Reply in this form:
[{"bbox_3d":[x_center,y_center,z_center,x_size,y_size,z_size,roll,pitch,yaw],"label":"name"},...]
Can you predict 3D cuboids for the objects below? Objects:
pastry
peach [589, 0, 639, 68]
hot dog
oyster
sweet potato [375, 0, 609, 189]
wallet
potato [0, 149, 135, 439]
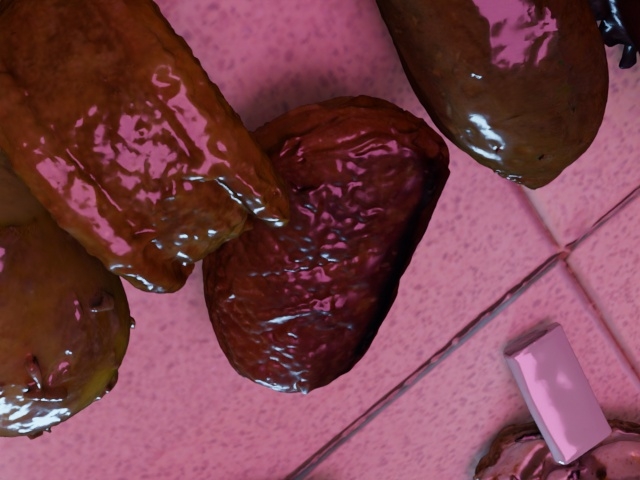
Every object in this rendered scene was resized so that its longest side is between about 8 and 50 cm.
[{"bbox_3d":[-0.103,-0.062,0.554,0.103,0.189,0.189,-36,130,2],"label":"pastry"},{"bbox_3d":[0.367,-0.206,0.648,0.339,0.353,0.416,-42,94,-7],"label":"peach"},{"bbox_3d":[0.003,0.002,0.700,0.160,0.099,0.227,7,119,-30],"label":"hot dog"},{"bbox_3d":[0.305,0.241,1.023,0.344,0.078,0.129,8,102,-20],"label":"oyster"},{"bbox_3d":[0.064,-0.189,0.600,0.130,0.130,0.423,-39,122,1],"label":"sweet potato"},{"bbox_3d":[0.214,0.137,0.918,0.061,0.025,0.122,-30,105,-5],"label":"wallet"},{"bbox_3d":[-0.227,0.010,0.558,0.176,0.141,0.298,-38,132,13],"label":"potato"}]
